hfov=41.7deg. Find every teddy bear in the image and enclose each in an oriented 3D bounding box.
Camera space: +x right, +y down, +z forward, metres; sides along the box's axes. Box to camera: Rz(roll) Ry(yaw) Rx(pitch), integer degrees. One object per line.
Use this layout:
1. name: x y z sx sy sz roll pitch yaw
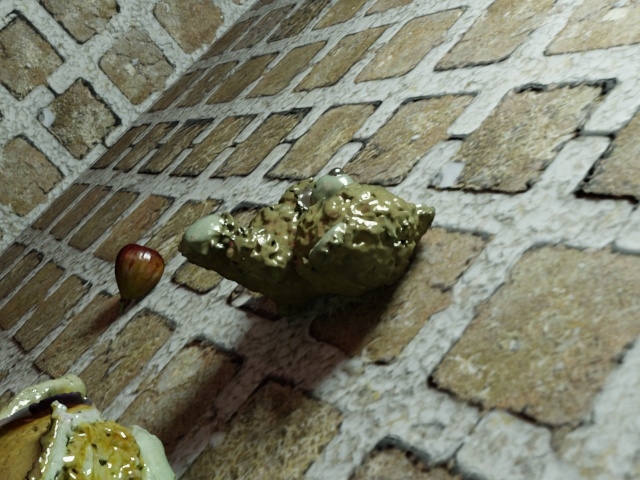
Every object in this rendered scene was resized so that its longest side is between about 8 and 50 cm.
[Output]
1. teddy bear: 0.000 0.000 0.985 0.267 0.156 0.256 -23 3 -41

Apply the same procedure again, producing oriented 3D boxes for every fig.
1. fig: -0.323 0.070 1.447 0.089 0.089 0.125 8 75 60

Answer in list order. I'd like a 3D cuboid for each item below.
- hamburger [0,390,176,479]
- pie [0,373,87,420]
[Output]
1. hamburger: -0.295 0.313 0.813 0.277 0.195 0.318 -27 33 19
2. pie: -0.423 0.303 1.067 0.339 0.077 0.339 -51 2 2
